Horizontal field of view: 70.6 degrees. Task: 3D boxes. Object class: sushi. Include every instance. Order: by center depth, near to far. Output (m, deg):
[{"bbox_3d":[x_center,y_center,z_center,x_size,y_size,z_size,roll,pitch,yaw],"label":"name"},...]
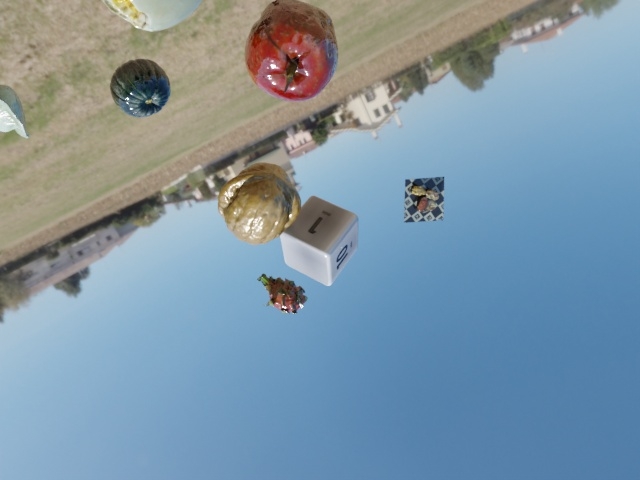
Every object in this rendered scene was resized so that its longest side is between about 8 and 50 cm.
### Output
[{"bbox_3d":[0.291,-0.108,1.241,0.120,0.126,0.026,-6,-162,-11],"label":"sushi"}]

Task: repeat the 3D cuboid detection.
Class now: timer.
[{"bbox_3d":[0.000,0.000,1.519,0.194,0.192,0.195,25,-122,21],"label":"timer"}]

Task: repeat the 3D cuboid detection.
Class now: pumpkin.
[{"bbox_3d":[-0.673,-0.570,1.698,0.220,0.162,0.220,-30,161,-11],"label":"pumpkin"}]

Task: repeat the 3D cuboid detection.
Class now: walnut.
[{"bbox_3d":[-0.181,-0.114,1.348,0.256,0.257,0.225,-20,-135,26],"label":"walnut"}]

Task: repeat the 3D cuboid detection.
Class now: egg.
[{"bbox_3d":[-0.412,-0.712,1.151,0.336,0.278,0.278,-55,-159,-13],"label":"egg"}]

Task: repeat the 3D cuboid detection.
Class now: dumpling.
[{"bbox_3d":[-0.901,-0.359,1.278,0.107,0.153,0.219,-12,179,-22],"label":"dumpling"}]

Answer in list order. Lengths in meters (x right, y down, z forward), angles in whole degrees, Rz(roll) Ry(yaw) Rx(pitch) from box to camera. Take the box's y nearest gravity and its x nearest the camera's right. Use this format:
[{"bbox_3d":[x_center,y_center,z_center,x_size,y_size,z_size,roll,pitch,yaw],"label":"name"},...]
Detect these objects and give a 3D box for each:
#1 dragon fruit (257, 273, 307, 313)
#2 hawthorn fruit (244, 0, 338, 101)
[{"bbox_3d":[-0.166,0.215,1.822,0.235,0.135,0.137,20,-113,14],"label":"dragon fruit"},{"bbox_3d":[-0.069,-0.482,1.154,0.258,0.258,0.262,-28,-166,-4],"label":"hawthorn fruit"}]
